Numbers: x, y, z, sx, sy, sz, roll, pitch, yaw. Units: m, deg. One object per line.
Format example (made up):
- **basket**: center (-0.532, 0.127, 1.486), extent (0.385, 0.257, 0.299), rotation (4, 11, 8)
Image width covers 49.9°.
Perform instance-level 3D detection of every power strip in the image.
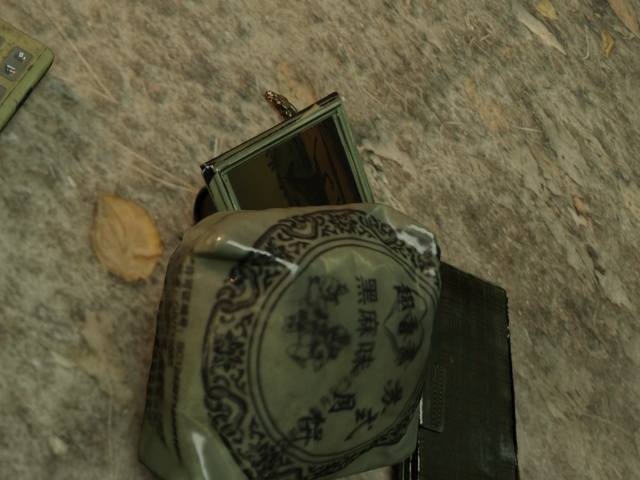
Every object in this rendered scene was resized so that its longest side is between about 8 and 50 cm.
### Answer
- **power strip**: center (-0.333, -0.099, 0.590), extent (0.092, 0.034, 0.268), rotation (32, 56, -17)

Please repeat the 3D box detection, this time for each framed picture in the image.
- **framed picture**: center (0.000, 0.000, 0.701), extent (0.197, 0.014, 0.252), rotation (-36, 115, -37)

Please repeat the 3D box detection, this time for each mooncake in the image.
- **mooncake**: center (-0.016, 0.092, 0.591), extent (0.250, 0.136, 0.255), rotation (1, 95, -36)

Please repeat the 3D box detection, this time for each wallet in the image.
- **wallet**: center (0.153, 0.181, 0.756), extent (0.169, 0.044, 0.317), rotation (20, 61, -32)

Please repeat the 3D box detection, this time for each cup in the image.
- **cup**: center (-0.077, -0.033, 0.690), extent (0.077, 0.078, 0.100), rotation (-11, 93, -39)

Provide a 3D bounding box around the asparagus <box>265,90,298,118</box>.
- **asparagus**: center (0.010, -0.085, 0.807), extent (0.233, 0.023, 0.022), rotation (54, 8, 0)
